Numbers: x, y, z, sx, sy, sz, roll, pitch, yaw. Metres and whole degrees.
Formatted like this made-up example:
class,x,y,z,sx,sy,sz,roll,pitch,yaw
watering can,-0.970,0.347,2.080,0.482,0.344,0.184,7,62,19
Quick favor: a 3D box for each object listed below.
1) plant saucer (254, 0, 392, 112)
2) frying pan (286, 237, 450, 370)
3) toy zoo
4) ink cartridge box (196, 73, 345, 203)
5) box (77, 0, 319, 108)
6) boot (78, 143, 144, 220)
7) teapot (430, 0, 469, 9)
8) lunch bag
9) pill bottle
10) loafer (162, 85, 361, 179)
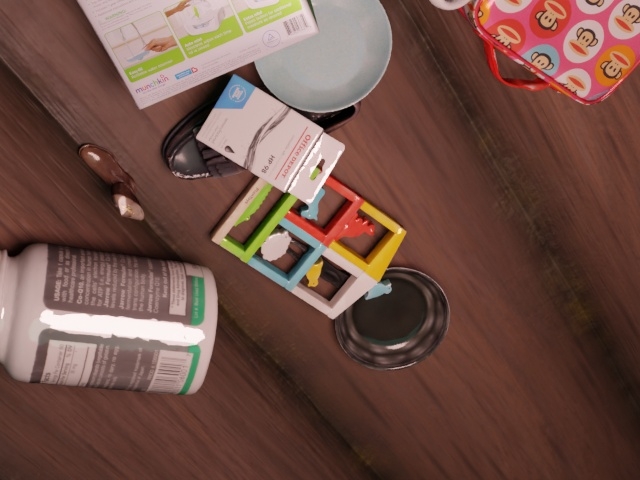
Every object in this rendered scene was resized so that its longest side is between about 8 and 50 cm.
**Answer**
class,x,y,z,sx,sy,sz,roll,pitch,yaw
plant saucer,0.003,-0.272,1.287,0.194,0.037,0.195,0,88,6
frying pan,0.061,0.114,1.559,0.326,0.053,0.197,16,110,-11
toy zoo,0.000,0.000,1.459,0.293,0.030,0.192,34,104,-21
ink cartridge box,-0.066,-0.137,1.267,0.180,0.060,0.104,31,93,0
box,-0.166,-0.331,1.171,0.261,0.127,0.231,-22,122,8
boot,-0.296,-0.081,1.307,0.037,0.114,0.106,-45,121,12
teapot,0.215,-0.465,1.176,0.256,0.253,0.187,-23,160,31
lunch bag,0.348,-0.331,1.336,0.293,0.120,0.258,29,109,-28
pill bottle,-0.348,0.113,1.354,0.360,0.204,0.204,9,117,-20
loafer,-0.085,-0.163,1.329,0.302,0.095,0.109,-23,122,-1
